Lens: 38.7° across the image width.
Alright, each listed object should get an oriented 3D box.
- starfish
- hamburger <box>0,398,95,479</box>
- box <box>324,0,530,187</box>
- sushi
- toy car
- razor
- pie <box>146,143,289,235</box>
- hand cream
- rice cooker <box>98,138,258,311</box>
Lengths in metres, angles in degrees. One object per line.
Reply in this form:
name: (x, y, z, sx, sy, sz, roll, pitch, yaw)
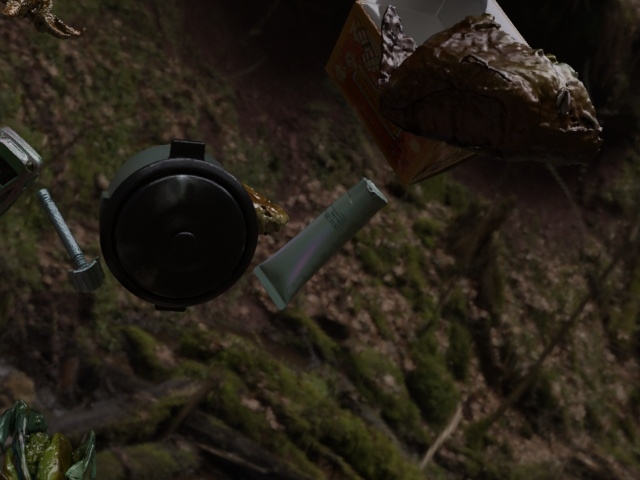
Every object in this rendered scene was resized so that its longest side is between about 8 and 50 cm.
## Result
starfish: (-0.613, -0.492, 1.837, 0.301, 0.084, 0.293, 34, 5, -20)
hamburger: (-0.419, 0.386, 1.438, 0.150, 0.276, 0.260, -5, -12, -11)
box: (0.204, -0.290, 1.617, 0.259, 0.214, 0.283, -24, 72, -24)
sushi: (0.197, -0.179, 1.088, 0.296, 0.167, 0.179, 16, 43, 34)
toy car: (-0.534, -0.083, 1.459, 0.090, 0.224, 0.076, 44, 32, -8)
razor: (-0.517, -0.012, 1.857, 0.232, 0.068, 0.106, 57, -18, 19)
pie: (-0.220, -0.101, 1.895, 0.339, 0.083, 0.339, 29, 7, -4)
hand cream: (0.000, 0.000, 1.215, 0.078, 0.205, 0.050, 52, 11, 28)
rice cooker: (-0.229, -0.027, 1.449, 0.241, 0.281, 0.227, 6, 16, -17)
